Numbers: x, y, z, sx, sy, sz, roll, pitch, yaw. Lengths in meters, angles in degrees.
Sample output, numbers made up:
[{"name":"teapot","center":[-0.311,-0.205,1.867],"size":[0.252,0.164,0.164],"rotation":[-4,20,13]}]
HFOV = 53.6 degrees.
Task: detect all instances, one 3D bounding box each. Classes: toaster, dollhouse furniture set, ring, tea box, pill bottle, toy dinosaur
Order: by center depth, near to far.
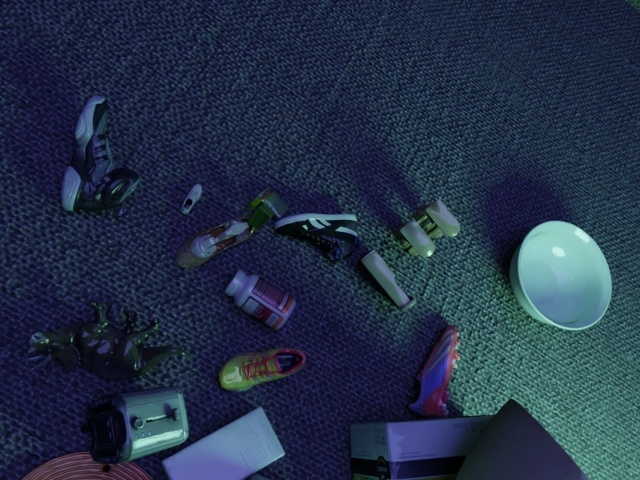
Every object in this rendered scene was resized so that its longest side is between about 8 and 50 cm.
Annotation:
[{"name":"ring","center":[-0.459,0.580,1.216],"size":[0.337,0.032,0.336],"rotation":[6,73,-20]},{"name":"toaster","center":[-0.358,0.358,1.235],"size":[0.147,0.227,0.129],"rotation":[-1,72,-39]},{"name":"toy dinosaur","center":[-0.429,0.219,1.308],"size":[0.314,0.121,0.160],"rotation":[21,80,-19]},{"name":"tea box","center":[0.261,0.556,1.392],"size":[0.329,0.220,0.323],"rotation":[3,72,-20]},{"name":"pill bottle","center":[-0.139,0.132,1.442],"size":[0.152,0.086,0.086],"rotation":[35,65,-8]},{"name":"dollhouse furniture set","center":[-0.116,-0.085,1.499],"size":[0.076,0.058,0.151],"rotation":[43,35,-2]},{"name":"dollhouse furniture set","center":[0.240,0.034,1.554],"size":[0.242,0.212,0.161],"rotation":[-39,88,0]}]

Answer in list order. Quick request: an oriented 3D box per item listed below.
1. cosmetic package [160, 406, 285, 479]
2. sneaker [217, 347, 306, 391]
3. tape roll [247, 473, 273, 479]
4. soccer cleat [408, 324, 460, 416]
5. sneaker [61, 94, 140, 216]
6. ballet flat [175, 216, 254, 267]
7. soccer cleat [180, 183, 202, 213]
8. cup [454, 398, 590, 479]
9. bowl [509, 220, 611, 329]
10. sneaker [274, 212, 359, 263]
[{"name":"cosmetic package","center":[-0.202,0.454,1.318],"size":[0.231,0.085,0.117],"rotation":[-23,76,-24]},{"name":"sneaker","center":[-0.125,0.276,1.400],"size":[0.209,0.094,0.081],"rotation":[-14,81,-22]},{"name":"tape roll","center":[-0.091,0.603,1.231],"size":[0.169,0.246,0.246],"rotation":[25,67,-11]},{"name":"soccer cleat","center":[0.284,0.313,1.557],"size":[0.095,0.083,0.248],"rotation":[6,56,20]},{"name":"sneaker","center":[-0.472,-0.181,1.407],"size":[0.153,0.101,0.268],"rotation":[13,76,-17]},{"name":"ballet flat","center":[-0.238,-0.005,1.456],"size":[0.206,0.067,0.073],"rotation":[-32,88,-25]},{"name":"soccer cleat","center":[-0.300,-0.098,1.478],"size":[0.029,0.035,0.083],"rotation":[32,66,-9]},{"name":"cup","center":[0.379,0.502,1.187],"size":[0.237,0.331,0.331],"rotation":[-38,90,0]},{"name":"bowl","center":[0.621,0.104,1.714],"size":[0.298,0.134,0.297],"rotation":[6,73,-19]},{"name":"sneaker","center":[0.000,0.000,1.538],"size":[0.217,0.079,0.121],"rotation":[-4,74,-23]}]
